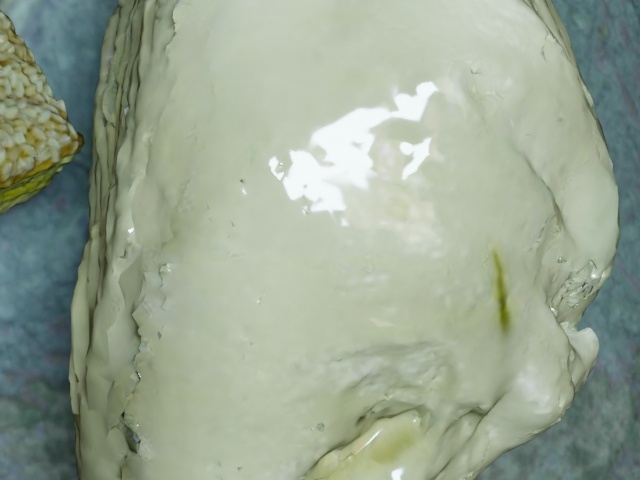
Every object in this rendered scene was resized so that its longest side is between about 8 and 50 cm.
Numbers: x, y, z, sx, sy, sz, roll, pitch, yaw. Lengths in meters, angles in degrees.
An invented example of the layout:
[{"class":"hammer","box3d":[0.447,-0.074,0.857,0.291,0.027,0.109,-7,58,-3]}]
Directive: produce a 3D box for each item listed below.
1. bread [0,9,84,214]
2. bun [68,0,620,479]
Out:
[{"class":"bread","box3d":[-0.243,-0.095,0.805,0.184,0.110,0.234,-25,85,-46]},{"class":"bun","box3d":[0.000,0.000,0.841,0.234,0.326,0.362,6,122,-13]}]
